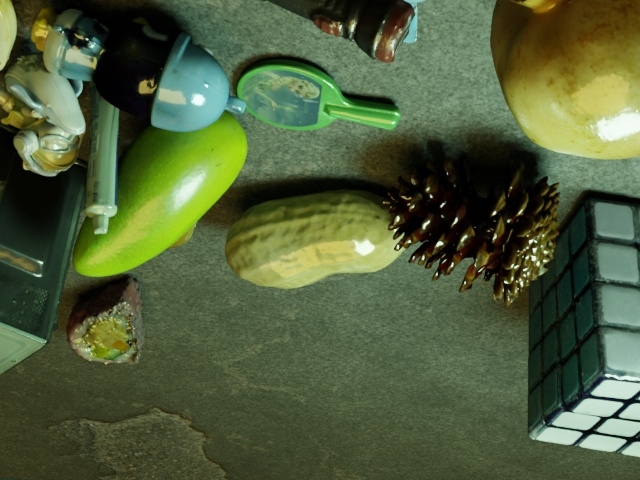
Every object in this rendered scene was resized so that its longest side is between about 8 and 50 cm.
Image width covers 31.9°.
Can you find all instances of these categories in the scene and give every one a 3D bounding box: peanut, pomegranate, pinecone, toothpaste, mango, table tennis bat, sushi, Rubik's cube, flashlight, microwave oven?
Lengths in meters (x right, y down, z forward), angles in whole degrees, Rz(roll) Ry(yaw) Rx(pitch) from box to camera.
[{"bbox_3d":[-0.002,-0.003,1.946,0.340,0.158,0.174,-11,126,20],"label":"peanut"},{"bbox_3d":[0.343,-0.252,1.363,0.319,0.319,0.319,4,149,2],"label":"pomegranate"},{"bbox_3d":[0.241,-0.034,1.803,0.292,0.246,0.246,19,149,7],"label":"pinecone"},{"bbox_3d":[-0.328,-0.134,1.676,0.047,0.268,0.069,4,157,-18],"label":"toothpaste"},{"bbox_3d":[-0.257,-0.073,1.744,0.156,0.343,0.192,42,180,10],"label":"mango"},{"bbox_3d":[-0.004,-0.212,1.721,0.257,0.039,0.160,11,150,-4],"label":"table tennis bat"},{"bbox_3d":[-0.452,0.165,2.337,0.161,0.107,0.241,4,141,1],"label":"sushi"},{"bbox_3d":[0.570,0.163,1.951,0.343,0.344,0.337,8,148,-7],"label":"Rubik's cube"},{"bbox_3d":[0.004,-0.310,1.453,0.232,0.093,0.093,24,149,7],"label":"flashlight"},{"bbox_3d":[-0.551,0.029,1.891,0.218,0.355,0.286,27,142,-31],"label":"microwave oven"}]

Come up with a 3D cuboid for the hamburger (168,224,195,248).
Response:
[{"bbox_3d":[-0.288,-0.068,1.906,0.185,0.131,0.159,30,140,-31],"label":"hamburger"}]

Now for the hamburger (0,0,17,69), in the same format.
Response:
[{"bbox_3d":[-0.562,-0.280,1.515,0.291,0.225,0.291,4,141,3],"label":"hamburger"}]

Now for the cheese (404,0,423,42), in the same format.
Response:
[{"bbox_3d":[0.108,-0.346,1.467,0.135,0.052,0.245,15,150,-10],"label":"cheese"}]

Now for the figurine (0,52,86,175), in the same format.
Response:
[{"bbox_3d":[-0.428,-0.194,1.683,0.208,0.128,0.184,20,120,37],"label":"figurine"}]

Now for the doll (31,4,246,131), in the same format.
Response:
[{"bbox_3d":[-0.254,-0.247,1.602,0.314,0.141,0.177,23,174,-5],"label":"doll"}]
